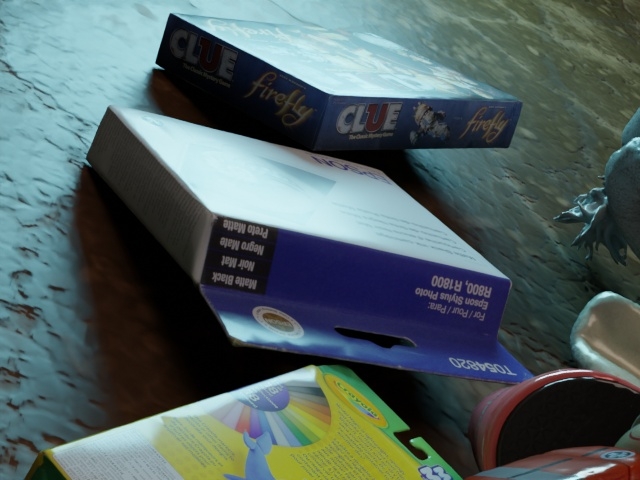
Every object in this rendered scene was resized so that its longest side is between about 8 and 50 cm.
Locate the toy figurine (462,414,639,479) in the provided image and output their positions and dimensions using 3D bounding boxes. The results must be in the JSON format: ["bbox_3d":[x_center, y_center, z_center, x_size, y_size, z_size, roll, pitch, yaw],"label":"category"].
[{"bbox_3d":[0.114,0.186,0.499,0.148,0.213,0.209,-9,46,-34],"label":"toy figurine"}]

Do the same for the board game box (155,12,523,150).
[{"bbox_3d":[0.020,-0.118,1.052,0.165,0.042,0.243,30,22,33],"label":"board game box"}]

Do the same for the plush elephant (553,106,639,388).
[{"bbox_3d":[0.315,0.022,0.979,0.272,0.330,0.255,-5,67,-33],"label":"plush elephant"}]

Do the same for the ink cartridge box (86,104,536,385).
[{"bbox_3d":[0.000,0.000,0.826,0.223,0.045,0.224,11,21,-36],"label":"ink cartridge box"}]

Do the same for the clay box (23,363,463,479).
[{"bbox_3d":[-0.019,0.129,0.630,0.127,0.053,0.222,44,27,22],"label":"clay box"}]

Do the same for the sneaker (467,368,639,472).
[{"bbox_3d":[0.201,0.175,0.729,0.314,0.116,0.136,44,-8,-6],"label":"sneaker"}]
